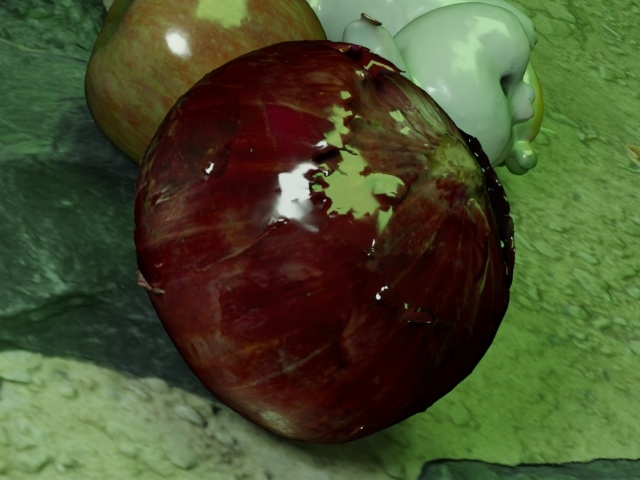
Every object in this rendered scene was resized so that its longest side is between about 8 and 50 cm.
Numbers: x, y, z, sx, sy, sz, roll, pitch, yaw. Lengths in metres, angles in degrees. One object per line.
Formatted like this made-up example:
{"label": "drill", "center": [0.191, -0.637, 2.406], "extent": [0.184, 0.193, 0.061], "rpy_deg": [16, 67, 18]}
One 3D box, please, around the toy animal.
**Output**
{"label": "toy animal", "center": [0.091, -0.162, 1.743], "extent": [0.247, 0.183, 0.310], "rpy_deg": [13, 40, -20]}

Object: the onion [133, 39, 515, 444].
{"label": "onion", "center": [0.000, 0.000, 1.320], "extent": [0.276, 0.276, 0.276], "rpy_deg": [22, 29, -13]}

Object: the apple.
{"label": "apple", "center": [-0.087, -0.134, 1.523], "extent": [0.174, 0.188, 0.188], "rpy_deg": [34, 26, -15]}
